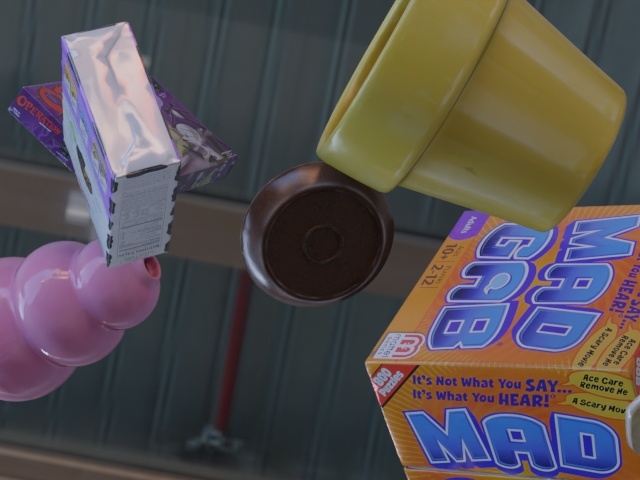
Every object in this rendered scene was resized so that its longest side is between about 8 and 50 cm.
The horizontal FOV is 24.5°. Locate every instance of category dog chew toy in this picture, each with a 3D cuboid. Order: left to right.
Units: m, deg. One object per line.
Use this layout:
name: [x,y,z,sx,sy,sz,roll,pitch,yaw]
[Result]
dog chew toy: [-0.363,0.095,2.053,0.206,0.332,0.207,43,-146,-40]

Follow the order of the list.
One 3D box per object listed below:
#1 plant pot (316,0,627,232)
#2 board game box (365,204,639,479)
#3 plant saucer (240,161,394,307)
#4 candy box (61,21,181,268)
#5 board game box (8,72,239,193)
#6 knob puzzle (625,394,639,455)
plant pot: [0.158,-0.135,1.450,0.254,0.239,0.254,-60,4,8]
board game box: [0.333,0.196,1.972,0.356,0.356,0.356,-52,-49,-45]
plant saucer: [0.000,0.000,1.565,0.029,0.168,0.168,-118,36,-63]
candy box: [-0.201,-0.091,1.465,0.196,0.070,0.165,109,142,-62]
board game box: [-0.265,-0.147,2.071,0.056,0.208,0.347,-55,-10,21]
knob puzzle: [0.362,0.141,1.431,0.030,0.213,0.213,52,147,35]
